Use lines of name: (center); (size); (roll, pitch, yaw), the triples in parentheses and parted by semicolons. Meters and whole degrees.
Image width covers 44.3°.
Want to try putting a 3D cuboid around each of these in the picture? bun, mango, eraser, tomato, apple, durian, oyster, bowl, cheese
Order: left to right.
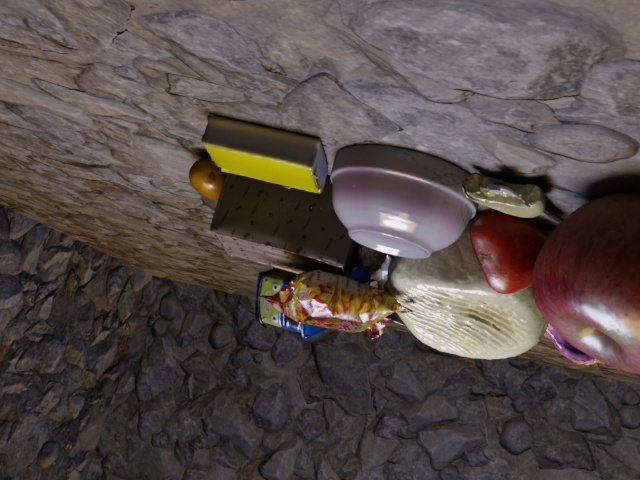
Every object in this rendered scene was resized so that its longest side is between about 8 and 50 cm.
mango: (-0.236, -0.132, 1.760); (0.102, 0.084, 0.184); (28, 175, 7)
eraser: (-0.098, -0.159, 1.498); (0.226, 0.069, 0.158); (14, 166, 10)
oyster: (0.135, -0.013, 1.691); (0.081, 0.163, 0.191); (26, 150, 35)
bowl: (0.146, -0.057, 1.471); (0.287, 0.143, 0.287); (15, 169, 3)
bun: (0.323, 0.089, 1.679); (0.349, 0.227, 0.352); (27, 146, -5)
tomato: (0.370, 0.007, 1.456); (0.174, 0.166, 0.082); (-21, 180, -34)
cheese: (0.357, -0.064, 1.386); (0.127, 0.049, 0.235); (9, 172, 40)
durian: (0.671, 0.193, 1.873); (0.153, 0.186, 0.260); (48, 165, -1)
apple: (0.520, 0.058, 1.281); (0.345, 0.269, 0.345); (35, 170, 7)

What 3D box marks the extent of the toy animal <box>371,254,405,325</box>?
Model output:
toy animal: (0.158, 0.077, 2.067); (0.197, 0.160, 0.272); (8, -155, 5)

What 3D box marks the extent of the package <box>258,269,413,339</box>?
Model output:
package: (0.029, 0.129, 1.673); (0.288, 0.108, 0.223); (12, 163, -14)

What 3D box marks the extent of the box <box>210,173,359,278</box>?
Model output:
box: (-0.056, -0.038, 1.714); (0.297, 0.190, 0.225); (13, 167, 8)

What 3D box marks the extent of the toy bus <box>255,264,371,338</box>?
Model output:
toy bus: (-0.014, 0.125, 1.928); (0.175, 0.138, 0.288); (14, -162, 33)

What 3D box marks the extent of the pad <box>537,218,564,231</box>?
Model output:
pad: (0.413, -0.038, 1.549); (0.112, 0.003, 0.157); (25, 165, -39)
